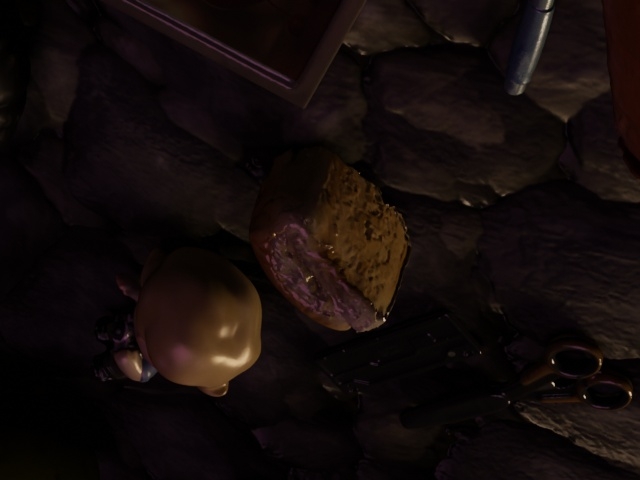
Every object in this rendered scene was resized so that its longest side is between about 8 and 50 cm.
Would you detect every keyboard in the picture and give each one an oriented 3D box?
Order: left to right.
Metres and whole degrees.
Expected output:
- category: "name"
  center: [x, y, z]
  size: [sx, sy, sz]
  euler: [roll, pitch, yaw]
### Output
- category: "keyboard"
  center: [0.063, 0.095, 1.223]
  size: [0.155, 0.010, 0.053]
  euler: [-22, 121, 39]

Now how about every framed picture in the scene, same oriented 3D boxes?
- category: "framed picture"
  center: [-0.098, -0.224, 0.957]
  size: [0.289, 0.020, 0.211]
  euler: [28, 138, -5]

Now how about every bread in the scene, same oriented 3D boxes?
- category: "bread"
  center: [0.002, 0.001, 1.081]
  size: [0.082, 0.106, 0.125]
  euler: [-21, 120, 38]

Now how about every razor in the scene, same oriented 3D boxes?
- category: "razor"
  center: [0.137, -0.140, 0.928]
  size: [0.068, 0.040, 0.135]
  euler: [18, 143, 6]

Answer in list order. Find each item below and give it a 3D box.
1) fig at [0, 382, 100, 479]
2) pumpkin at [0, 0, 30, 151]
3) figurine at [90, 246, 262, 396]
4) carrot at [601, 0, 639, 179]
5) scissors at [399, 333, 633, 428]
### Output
- category: "fig"
  center: [-0.334, 0.210, 1.405]
  size: [0.225, 0.203, 0.203]
  euler: [53, 140, 14]
- category: "pumpkin"
  center: [-0.302, -0.129, 1.048]
  size: [0.194, 0.150, 0.194]
  euler: [6, 143, 5]
- category: "figurine"
  center: [-0.133, 0.072, 1.227]
  size: [0.108, 0.114, 0.196]
  euler: [23, 156, -37]
- category: "carrot"
  center: [0.217, -0.146, 0.783]
  size: [0.196, 0.196, 0.254]
  euler: [11, 142, 13]
- category: "scissors"
  center: [0.152, 0.129, 1.215]
  size: [0.220, 0.017, 0.088]
  euler: [-21, 126, 39]
